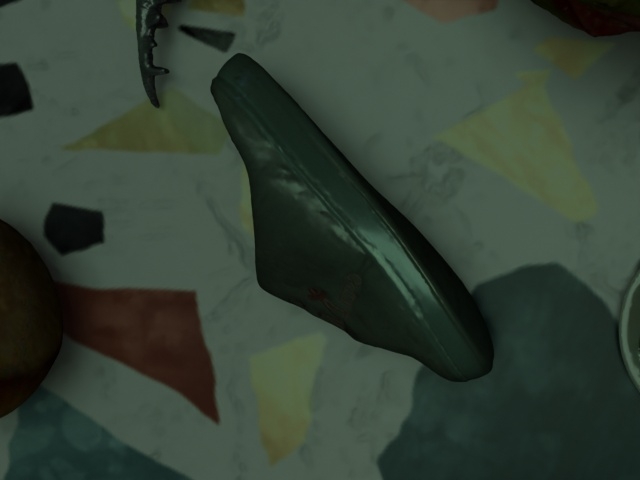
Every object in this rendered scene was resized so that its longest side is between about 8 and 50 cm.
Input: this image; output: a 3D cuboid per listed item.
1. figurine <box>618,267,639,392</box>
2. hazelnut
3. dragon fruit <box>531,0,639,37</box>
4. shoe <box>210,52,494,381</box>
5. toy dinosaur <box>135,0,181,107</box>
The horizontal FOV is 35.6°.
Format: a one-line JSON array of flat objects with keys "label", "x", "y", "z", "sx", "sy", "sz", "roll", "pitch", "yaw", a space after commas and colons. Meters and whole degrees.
[{"label": "figurine", "x": 0.235, "y": 0.054, "z": 0.536, "sx": 0.132, "sy": 0.153, "sz": 0.132, "roll": 0, "pitch": 90, "yaw": 11}, {"label": "hazelnut", "x": -0.250, "y": 0.053, "z": 0.646, "sx": 0.150, "sy": 0.150, "sz": 0.150, "roll": 0, "pitch": 90, "yaw": 11}, {"label": "dragon fruit", "x": 0.205, "y": -0.208, "z": 0.510, "sx": 0.302, "sy": 0.237, "sz": 0.231, "roll": 18, "pitch": 115, "yaw": 1}, {"label": "shoe", "x": 0.000, "y": 0.000, "z": 0.613, "sx": 0.100, "sy": 0.103, "sz": 0.251, "roll": -40, "pitch": 77, "yaw": 8}, {"label": "toy dinosaur", "x": -0.116, "y": -0.194, "z": 0.665, "sx": 0.082, "sy": 0.039, "sz": 0.209, "roll": -5, "pitch": 90, "yaw": 10}]
